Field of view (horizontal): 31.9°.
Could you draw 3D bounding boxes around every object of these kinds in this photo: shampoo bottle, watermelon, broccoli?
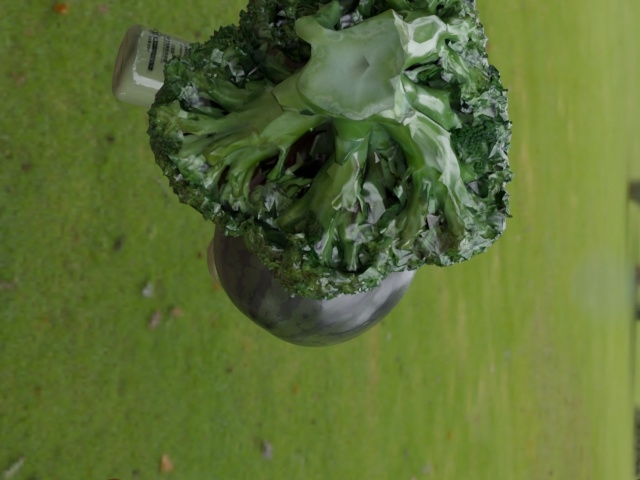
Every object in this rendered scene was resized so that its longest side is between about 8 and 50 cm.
[{"bbox_3d":[-0.122,-0.158,1.119,0.079,0.162,0.079,-166,-90,-70],"label":"shampoo bottle"},{"bbox_3d":[0.000,0.000,1.118,0.212,0.212,0.212,2,90,-68],"label":"watermelon"},{"bbox_3d":[0.015,-0.103,0.904,0.275,0.308,0.307,39,54,-83],"label":"broccoli"}]

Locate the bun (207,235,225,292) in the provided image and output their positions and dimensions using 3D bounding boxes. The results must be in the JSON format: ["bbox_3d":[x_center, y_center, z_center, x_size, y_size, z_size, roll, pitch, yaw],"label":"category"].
[{"bbox_3d":[-0.083,0.017,1.859,0.210,0.116,0.237,-25,141,-29],"label":"bun"}]

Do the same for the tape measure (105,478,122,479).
[{"bbox_3d":[-0.369,0.467,1.589,0.260,0.253,0.114,-101,169,-66],"label":"tape measure"}]

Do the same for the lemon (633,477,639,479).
[{"bbox_3d":[0.410,0.428,1.443,0.204,0.204,0.260,5,98,-68],"label":"lemon"}]
